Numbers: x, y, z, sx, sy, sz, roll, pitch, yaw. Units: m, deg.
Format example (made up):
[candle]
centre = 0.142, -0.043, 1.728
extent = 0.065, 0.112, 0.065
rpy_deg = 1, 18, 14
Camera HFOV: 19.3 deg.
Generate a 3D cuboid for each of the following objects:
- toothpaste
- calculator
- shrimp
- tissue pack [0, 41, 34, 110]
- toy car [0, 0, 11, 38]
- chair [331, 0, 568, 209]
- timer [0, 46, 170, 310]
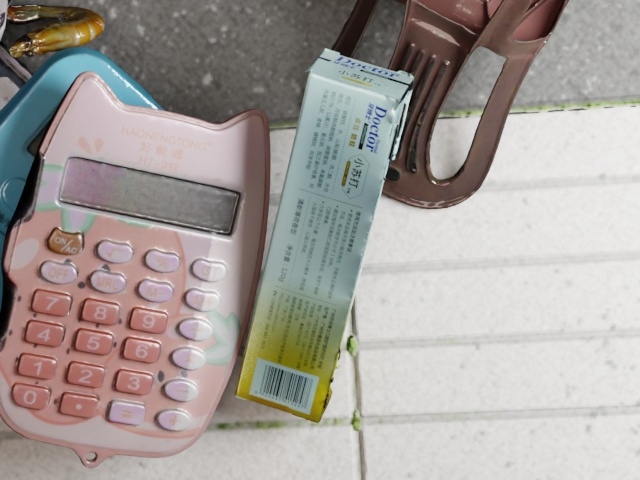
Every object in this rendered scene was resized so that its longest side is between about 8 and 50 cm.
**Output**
[toothpaste]
centre = 0.000, 0.000, 1.578
extent = 0.089, 0.071, 0.313
rpy_deg = 18, 116, 8
[calculator]
centre = -0.163, 0.032, 1.588
extent = 0.220, 0.048, 0.330
rpy_deg = 12, 94, -20
[shrimp]
centre = -0.245, -0.182, 1.630
extent = 0.091, 0.127, 0.025
rpy_deg = 15, 116, 20
[tissue pack]
centre = -0.360, -0.131, 1.672
extent = 0.235, 0.073, 0.173
rpy_deg = 45, 99, 3
[toy car]
centre = -0.302, -0.242, 1.613
extent = 0.089, 0.108, 0.210
rpy_deg = -49, 57, 46
[chair]
centre = 0.121, -0.201, 1.579
extent = 0.175, 0.183, 0.326
rpy_deg = 30, 141, 5
[timer]
centre = -0.206, -0.011, 1.615
extent = 0.232, 0.091, 0.250
rpy_deg = 40, 95, -17
